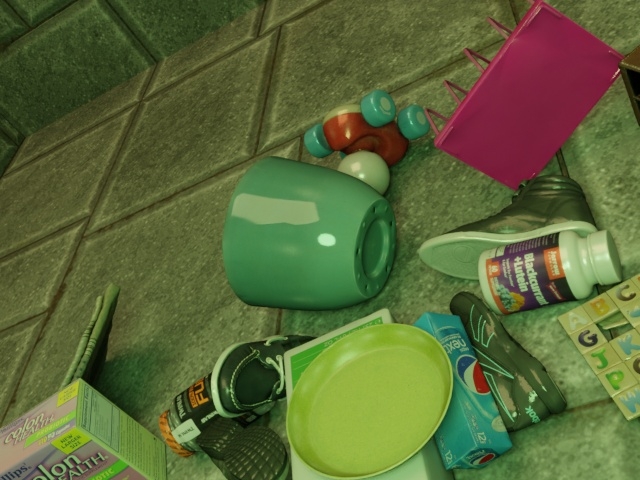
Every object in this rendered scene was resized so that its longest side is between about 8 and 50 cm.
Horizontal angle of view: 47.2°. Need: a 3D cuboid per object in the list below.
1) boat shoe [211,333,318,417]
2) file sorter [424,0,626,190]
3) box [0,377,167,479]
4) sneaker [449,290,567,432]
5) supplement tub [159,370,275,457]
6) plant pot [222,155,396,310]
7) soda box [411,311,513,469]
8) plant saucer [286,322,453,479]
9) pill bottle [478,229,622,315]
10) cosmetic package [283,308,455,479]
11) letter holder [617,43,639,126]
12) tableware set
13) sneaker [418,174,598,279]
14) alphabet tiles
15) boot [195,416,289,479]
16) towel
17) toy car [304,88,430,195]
[{"bbox_3d":[-0.079,0.211,1.215,0.091,0.114,0.302,-9,7,21],"label":"boat shoe"},{"bbox_3d":[0.351,-0.280,1.327,0.290,0.202,0.182,-55,23,25],"label":"file sorter"},{"bbox_3d":[-0.433,0.401,1.309,0.214,0.243,0.117,-32,35,8],"label":"box"},{"bbox_3d":[0.245,0.172,1.081,0.106,0.101,0.267,-38,34,5],"label":"sneaker"},{"bbox_3d":[-0.186,0.299,1.312,0.190,0.117,0.117,-35,34,5],"label":"supplement tub"},{"bbox_3d":[0.000,0.000,1.356,0.235,0.293,0.293,10,55,29],"label":"plant pot"},{"bbox_3d":[0.185,0.207,1.022,0.071,0.067,0.210,-54,40,38],"label":"soda box"},{"bbox_3d":[0.068,0.216,0.979,0.241,0.037,0.240,-21,38,17],"label":"plant saucer"},{"bbox_3d":[0.350,0.045,1.120,0.194,0.108,0.108,-17,40,30],"label":"pill bottle"},{"bbox_3d":[0.072,0.299,1.044,0.197,0.155,0.365,-26,35,12],"label":"cosmetic package"},{"bbox_3d":[0.684,-0.300,1.179,0.302,0.152,0.214,-41,36,-3],"label":"letter holder"},{"bbox_3d":[0.463,0.109,1.023,0.141,0.020,0.168,-29,36,14],"label":"tableware set"},{"bbox_3d":[0.317,-0.025,1.246,0.296,0.104,0.146,-10,41,26],"label":"sneaker"},{"bbox_3d":[0.470,0.113,0.989,0.237,0.009,0.198,-31,36,9],"label":"alphabet tiles"},{"bbox_3d":[-0.084,0.358,1.099,0.083,0.161,0.247,-39,18,-24],"label":"boot"},{"bbox_3d":[-0.504,0.288,1.517,0.324,0.056,0.312,-79,10,-46],"label":"towel"},{"bbox_3d":[0.104,-0.157,1.560,0.219,0.210,0.237,-22,65,44],"label":"toy car"}]
